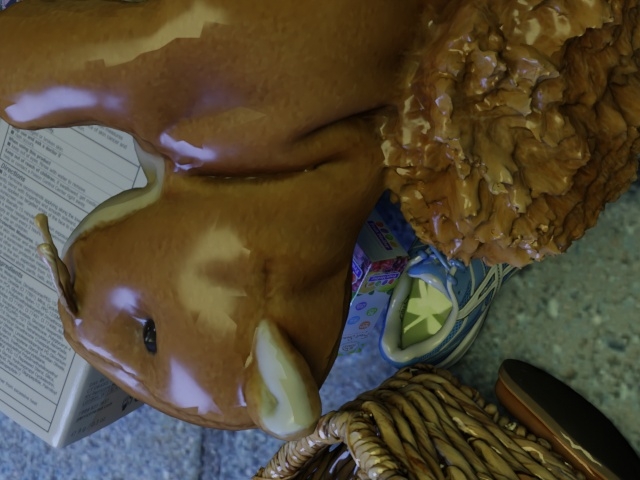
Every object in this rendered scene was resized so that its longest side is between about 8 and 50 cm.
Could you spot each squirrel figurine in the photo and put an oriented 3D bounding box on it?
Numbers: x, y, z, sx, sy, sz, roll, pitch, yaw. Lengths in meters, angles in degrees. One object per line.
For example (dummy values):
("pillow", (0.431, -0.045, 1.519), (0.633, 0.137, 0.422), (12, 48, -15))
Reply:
("squirrel figurine", (0.012, -0.078, 0.670), (0.397, 0.281, 0.370), (0, 92, -4))

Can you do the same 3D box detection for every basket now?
("basket", (0.013, 0.249, 0.789), (0.213, 0.223, 0.299), (38, 121, 16))

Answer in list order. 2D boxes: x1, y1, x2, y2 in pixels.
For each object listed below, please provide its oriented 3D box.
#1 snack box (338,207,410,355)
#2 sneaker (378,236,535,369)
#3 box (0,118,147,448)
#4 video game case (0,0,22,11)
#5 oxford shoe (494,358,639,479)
("snack box", (0.000, 0.000, 0.873), (0.141, 0.037, 0.100), (57, 140, 35))
("sneaker", (0.108, 0.008, 0.850), (0.080, 0.081, 0.211), (28, 102, 19))
("box", (-0.172, -0.017, 0.916), (0.148, 0.121, 0.311), (32, 113, 18))
("video game case", (-0.216, -0.176, 1.008), (0.183, 0.023, 0.201), (-5, 91, 22))
("oxford shoe", (0.188, 0.173, 0.831), (0.212, 0.076, 0.076), (48, 116, 13))
